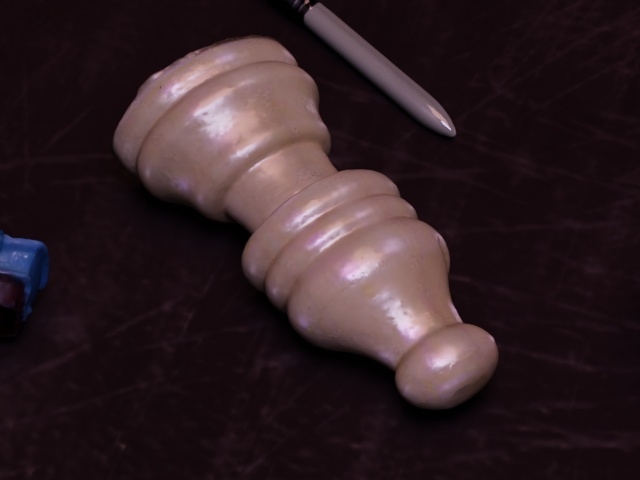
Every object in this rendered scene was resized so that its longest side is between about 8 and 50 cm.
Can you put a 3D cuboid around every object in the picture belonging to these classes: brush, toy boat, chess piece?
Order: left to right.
[{"bbox_3d":[-0.295,0.011,1.311,0.223,0.100,0.097,2,58,-3],"label":"toy boat"},{"bbox_3d":[0.000,-0.167,1.521,0.299,0.039,0.042,45,23,28],"label":"brush"},{"bbox_3d":[0.000,0.000,1.333,0.138,0.124,0.307,-4,45,-47],"label":"chess piece"}]
